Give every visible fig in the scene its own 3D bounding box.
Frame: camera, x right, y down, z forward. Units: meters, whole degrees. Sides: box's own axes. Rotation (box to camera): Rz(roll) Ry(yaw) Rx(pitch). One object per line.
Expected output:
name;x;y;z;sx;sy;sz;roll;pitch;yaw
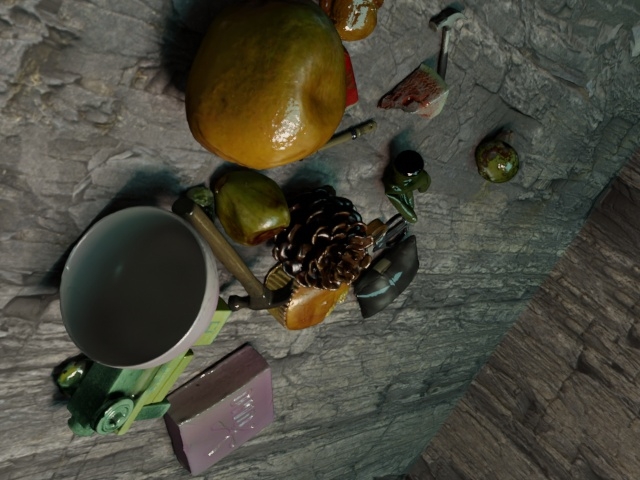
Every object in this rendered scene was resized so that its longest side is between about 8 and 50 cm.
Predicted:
fig;-0.146;-0.072;1.522;0.144;0.154;0.165;-35;119;6

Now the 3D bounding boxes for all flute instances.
flute;0.041;-0.223;1.678;0.233;0.027;0.027;-26;143;-34

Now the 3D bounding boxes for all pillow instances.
pillow;0.200;0.109;2.185;0.250;0.106;0.186;-44;154;-10

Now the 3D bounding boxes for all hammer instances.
hammer;-0.185;0.041;1.525;0.168;0.044;0.440;-9;150;15
hammer;0.293;-0.433;1.767;0.103;0.029;0.246;-36;149;-20

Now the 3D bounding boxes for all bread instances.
bread;-0.022;0.119;1.887;0.250;0.133;0.179;-24;138;-38
bread;0.080;-0.517;1.316;0.124;0.084;0.343;-8;122;-38

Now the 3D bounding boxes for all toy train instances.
toy train;-0.363;0.237;1.564;0.397;0.160;0.253;-56;155;11

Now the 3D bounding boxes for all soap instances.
soap;-0.264;0.448;1.978;0.285;0.107;0.296;-31;145;-23

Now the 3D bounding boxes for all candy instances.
candy;0.029;-0.324;1.515;0.086;0.059;0.292;-37;147;-17

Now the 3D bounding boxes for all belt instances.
belt;0.142;-0.017;2.036;0.083;0.036;0.059;-42;150;-10

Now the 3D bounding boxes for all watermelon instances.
watermelon;0.224;-0.334;1.726;0.158;0.098;0.121;-5;128;-45

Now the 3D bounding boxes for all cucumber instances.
cucumber;-0.244;-0.014;1.524;0.058;0.052;0.214;-4;135;-15

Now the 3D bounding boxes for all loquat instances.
loquat;-0.094;-0.261;1.246;0.276;0.276;0.283;-18;120;-41

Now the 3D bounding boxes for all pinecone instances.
pinecone;0.000;0.000;1.674;0.224;0.272;0.224;-8;118;-15

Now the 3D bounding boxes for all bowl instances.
bowl;-0.304;0.092;1.347;0.287;0.287;0.144;-48;158;-1

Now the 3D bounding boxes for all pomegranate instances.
pomegranate;0.513;-0.247;2.199;0.126;0.163;0.138;-18;143;26

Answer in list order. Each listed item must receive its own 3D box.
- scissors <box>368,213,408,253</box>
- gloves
scissors;0.133;0.027;2.091;0.300;0.022;0.109;-35;144;-20
gloves;0.221;-0.142;1.924;0.135;0.107;0.268;-30;150;-9
